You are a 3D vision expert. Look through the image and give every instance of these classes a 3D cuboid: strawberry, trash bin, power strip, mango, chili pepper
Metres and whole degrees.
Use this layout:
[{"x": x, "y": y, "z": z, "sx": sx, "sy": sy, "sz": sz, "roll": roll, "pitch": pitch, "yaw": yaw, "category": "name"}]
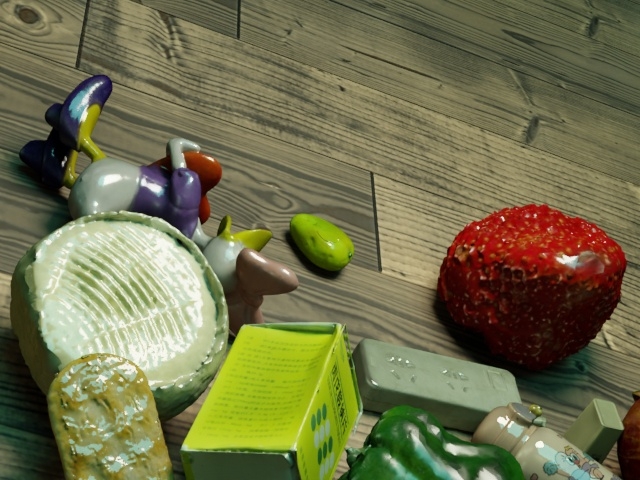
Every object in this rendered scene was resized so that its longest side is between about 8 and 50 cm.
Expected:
[{"x": 0.309, "y": 0.045, "z": 2.275, "sx": 0.261, "sy": 0.258, "sz": 0.261, "roll": 12, "pitch": 41, "yaw": -11, "category": "strawberry"}, {"x": 0.362, "y": 0.262, "z": 2.158, "sx": 0.043, "sy": 0.092, "sz": 0.061, "roll": 13, "pitch": 37, "yaw": -19, "category": "trash bin"}, {"x": 0.176, "y": 0.203, "z": 2.136, "sx": 0.288, "sy": 0.053, "sz": 0.093, "roll": 13, "pitch": 36, "yaw": -21, "category": "power strip"}, {"x": 0.000, "y": 0.000, "z": 2.269, "sx": 0.108, "sy": 0.056, "sz": 0.073, "roll": 41, "pitch": 30, "yaw": 22, "category": "mango"}, {"x": 0.194, "y": 0.339, "z": 1.869, "sx": 0.385, "sy": 0.167, "sz": 0.213, "roll": 35, "pitch": 36, "yaw": 6, "category": "chili pepper"}]

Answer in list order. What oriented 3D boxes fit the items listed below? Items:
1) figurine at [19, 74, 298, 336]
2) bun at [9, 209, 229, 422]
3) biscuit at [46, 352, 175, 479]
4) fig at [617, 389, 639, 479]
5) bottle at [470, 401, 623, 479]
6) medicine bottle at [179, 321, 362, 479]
[{"x": -0.206, "y": -0.038, "z": 2.085, "sx": 0.421, "sy": 0.154, "sz": 0.193, "roll": 32, "pitch": 39, "yaw": 7, "category": "figurine"}, {"x": -0.233, "y": 0.101, "z": 1.865, "sx": 0.259, "sy": 0.152, "sz": 0.259, "roll": 12, "pitch": 56, "yaw": -18, "category": "bun"}, {"x": -0.215, "y": 0.239, "z": 1.715, "sx": 0.118, "sy": 0.029, "sz": 0.247, "roll": -13, "pitch": 81, "yaw": -22, "category": "biscuit"}, {"x": 0.489, "y": 0.280, "z": 2.159, "sx": 0.205, "sy": 0.205, "sz": 0.205, "roll": 19, "pitch": 35, "yaw": -14, "category": "fig"}, {"x": 0.293, "y": 0.290, "z": 2.054, "sx": 0.209, "sy": 0.110, "sz": 0.097, "roll": 36, "pitch": 17, "yaw": 9, "category": "bottle"}, {"x": -0.051, "y": 0.215, "z": 1.831, "sx": 0.141, "sy": 0.137, "sz": 0.250, "roll": -3, "pitch": 31, "yaw": 18, "category": "medicine bottle"}]
